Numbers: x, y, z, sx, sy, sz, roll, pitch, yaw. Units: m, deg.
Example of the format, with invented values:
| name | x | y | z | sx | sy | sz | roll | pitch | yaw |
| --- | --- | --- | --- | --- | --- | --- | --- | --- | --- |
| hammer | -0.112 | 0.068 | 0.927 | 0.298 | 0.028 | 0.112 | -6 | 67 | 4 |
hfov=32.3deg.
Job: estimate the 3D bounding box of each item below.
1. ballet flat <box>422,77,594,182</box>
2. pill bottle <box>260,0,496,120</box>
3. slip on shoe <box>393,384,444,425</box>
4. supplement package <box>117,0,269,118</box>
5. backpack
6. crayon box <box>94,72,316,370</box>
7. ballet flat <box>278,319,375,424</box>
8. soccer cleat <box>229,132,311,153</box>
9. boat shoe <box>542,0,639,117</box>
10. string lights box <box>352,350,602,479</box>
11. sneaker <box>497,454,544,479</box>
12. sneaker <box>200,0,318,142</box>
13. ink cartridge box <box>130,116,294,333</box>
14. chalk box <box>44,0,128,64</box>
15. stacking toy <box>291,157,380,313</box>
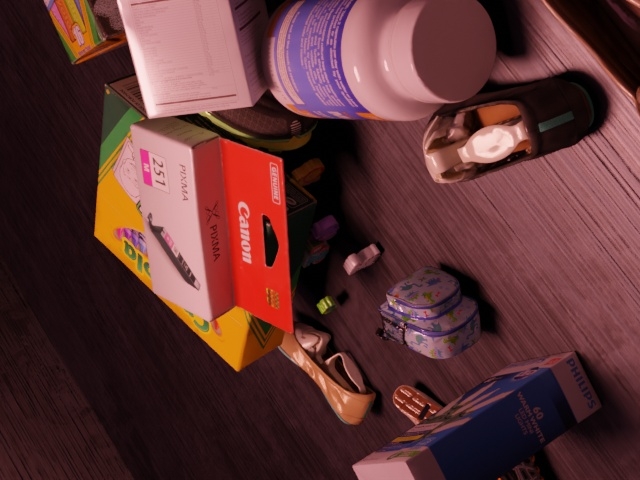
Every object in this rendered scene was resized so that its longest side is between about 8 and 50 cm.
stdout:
| name | x | y | z | sx | sy | sz | roll | pitch | yaw |
| --- | --- | --- | --- | --- | --- | --- | --- | --- | --- |
| ballet flat | 0.166 | -0.111 | 1.173 | 0.095 | 0.096 | 0.280 | 64 | 153 | -4 |
| pill bottle | 0.062 | -0.207 | 1.212 | 0.272 | 0.152 | 0.152 | 13 | 125 | 57 |
| slip on shoe | 0.161 | 0.257 | 1.575 | 0.135 | 0.051 | 0.041 | 36 | -177 | 30 |
| supplement package | -0.148 | -0.284 | 1.287 | 0.139 | 0.134 | 0.244 | -4 | 115 | 15 |
| backpack | 0.141 | 0.092 | 1.391 | 0.114 | 0.105 | 0.084 | 28 | 138 | 41 |
| crayon box | -0.189 | -0.032 | 1.670 | 0.363 | 0.106 | 0.313 | 40 | 137 | 25 |
| ballet flat | 0.008 | 0.190 | 1.769 | 0.232 | 0.080 | 0.073 | 47 | 121 | 24 |
| soccer cleat | -0.117 | -0.229 | 1.569 | 0.289 | 0.093 | 0.121 | 45 | 150 | 33 |
| boat shoe | 0.305 | -0.123 | 0.903 | 0.341 | 0.110 | 0.121 | 52 | 151 | 22 |
| string lights box | 0.180 | 0.225 | 1.266 | 0.076 | 0.260 | 0.133 | 63 | 152 | 0 |
| sneaker | 0.248 | 0.298 | 1.420 | 0.215 | 0.083 | 0.084 | 50 | 161 | -15 |
| sneaker | -0.133 | -0.344 | 1.405 | 0.202 | 0.185 | 0.482 | -9 | 109 | 60 |
| ink cartridge box | -0.147 | -0.013 | 1.502 | 0.239 | 0.060 | 0.275 | 23 | 128 | 38 |
| chalk box | -0.335 | -0.443 | 1.673 | 0.179 | 0.180 | 0.288 | -8 | 105 | 62 |
| stacking toy | 0.000 | 0.000 | 1.624 | 0.167 | 0.052 | 0.221 | 57 | 154 | 15 |
